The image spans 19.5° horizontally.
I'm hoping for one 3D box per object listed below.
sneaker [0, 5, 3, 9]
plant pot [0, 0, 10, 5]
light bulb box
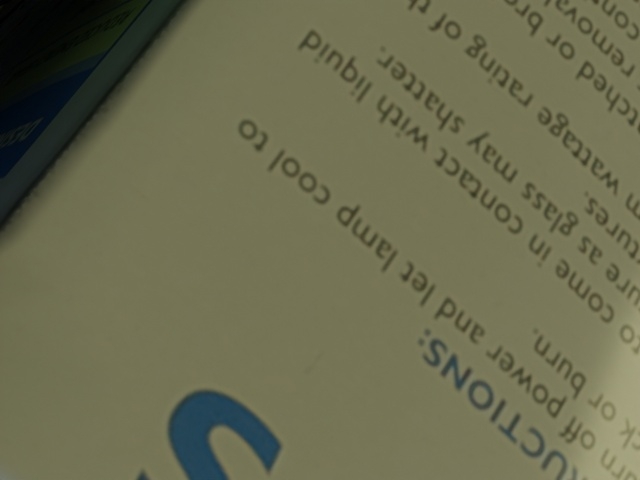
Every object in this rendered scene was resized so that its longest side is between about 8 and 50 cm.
[{"bbox_3d":[-0.137,-0.160,1.027,0.152,0.058,0.084,-34,138,-81],"label":"sneaker"},{"bbox_3d":[-0.111,-0.179,0.448,0.195,0.290,0.290,-13,112,-62],"label":"plant pot"},{"bbox_3d":[0.000,0.000,0.565,0.361,0.225,0.358,-55,-163,-27],"label":"light bulb box"}]
